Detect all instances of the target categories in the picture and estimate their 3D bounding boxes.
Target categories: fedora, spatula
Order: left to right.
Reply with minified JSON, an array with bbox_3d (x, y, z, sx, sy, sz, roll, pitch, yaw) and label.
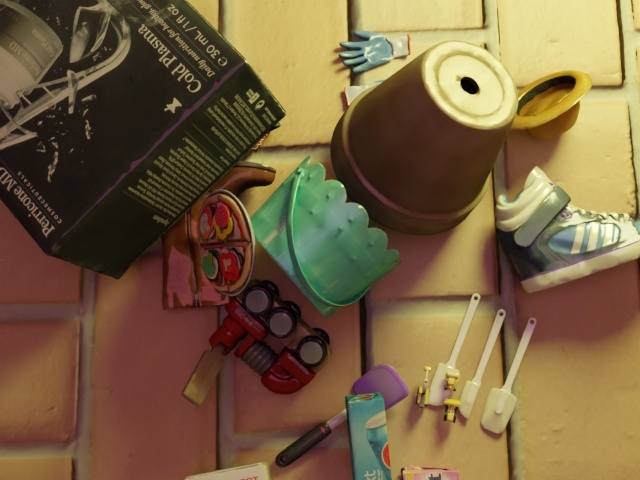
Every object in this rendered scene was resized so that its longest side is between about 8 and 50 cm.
[{"bbox_3d":[0.034,0.350,1.645,0.296,0.030,0.084,-35,80,-5],"label":"spatula"},{"bbox_3d":[0.328,0.241,1.667,0.168,0.019,0.242,22,81,10],"label":"spatula"},{"bbox_3d":[0.467,-0.265,1.704,0.194,0.194,0.079,-38,119,-5],"label":"fedora"}]

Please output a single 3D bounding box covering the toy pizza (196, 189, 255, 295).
[{"bbox_3d":[-0.186,0.006,1.570,0.032,0.201,0.201,-9,78,-37],"label":"toy pizza"}]

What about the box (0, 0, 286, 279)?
[{"bbox_3d":[-0.411,-0.270,1.578,0.472,0.297,0.480,-45,74,2],"label":"box"}]

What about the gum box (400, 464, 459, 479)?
[{"bbox_3d":[0.212,0.522,1.595,0.107,0.062,0.188,-2,80,0],"label":"gum box"}]

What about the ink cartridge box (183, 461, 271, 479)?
[{"bbox_3d":[-0.159,0.539,1.582,0.160,0.092,0.219,-10,80,-1],"label":"ink cartridge box"}]

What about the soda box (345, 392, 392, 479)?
[{"bbox_3d":[0.093,0.401,1.597,0.071,0.067,0.210,-6,91,-3],"label":"soda box"}]

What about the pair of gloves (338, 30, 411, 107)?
[{"bbox_3d":[0.122,-0.353,1.771,0.159,0.023,0.198,-6,79,0],"label":"pair of gloves"}]

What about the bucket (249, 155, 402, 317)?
[{"bbox_3d":[0.000,0.000,1.594,0.183,0.281,0.281,-42,82,-2],"label":"bucket"}]

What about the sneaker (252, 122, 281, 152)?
[{"bbox_3d":[-0.133,-0.212,1.742,0.119,0.047,0.057,-22,87,4],"label":"sneaker"}]

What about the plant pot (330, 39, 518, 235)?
[{"bbox_3d":[0.217,-0.210,1.561,0.323,0.280,0.323,9,62,-18],"label":"plant pot"}]

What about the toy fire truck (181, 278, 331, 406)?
[{"bbox_3d":[-0.130,0.227,1.612,0.217,0.158,0.246,43,96,0],"label":"toy fire truck"}]

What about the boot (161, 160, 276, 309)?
[{"bbox_3d":[-0.202,-0.009,1.680,0.264,0.096,0.280,-8,82,-3],"label":"boot"}]

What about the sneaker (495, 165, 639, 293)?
[{"bbox_3d":[0.508,-0.053,1.657,0.323,0.130,0.236,-20,84,3],"label":"sneaker"}]

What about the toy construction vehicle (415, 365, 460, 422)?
[{"bbox_3d":[0.232,0.300,1.638,0.086,0.035,0.098,12,84,9],"label":"toy construction vehicle"}]
